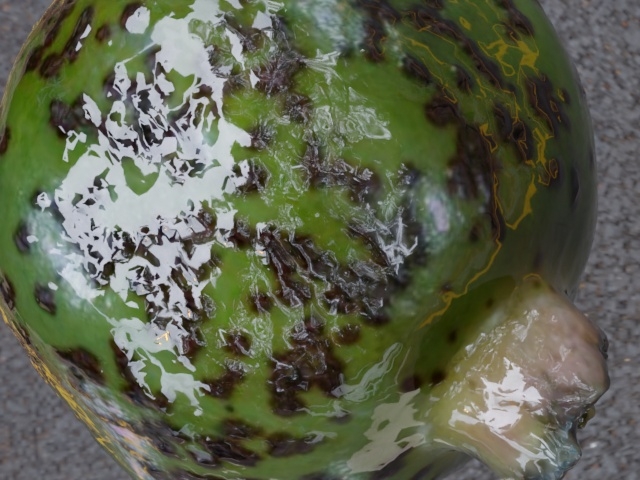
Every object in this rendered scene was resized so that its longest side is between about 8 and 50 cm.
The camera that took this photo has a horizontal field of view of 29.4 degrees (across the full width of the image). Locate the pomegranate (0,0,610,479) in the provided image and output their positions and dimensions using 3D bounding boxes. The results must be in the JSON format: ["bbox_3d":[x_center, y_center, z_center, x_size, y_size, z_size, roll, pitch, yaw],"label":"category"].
[{"bbox_3d":[0.000,0.000,0.480,0.270,0.254,0.254,39,105,25],"label":"pomegranate"}]
